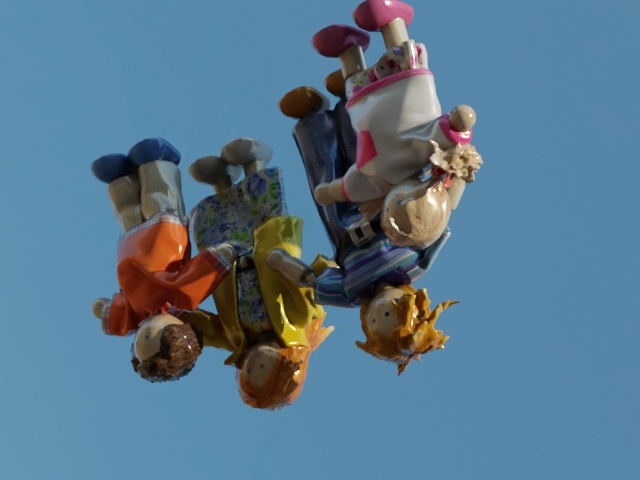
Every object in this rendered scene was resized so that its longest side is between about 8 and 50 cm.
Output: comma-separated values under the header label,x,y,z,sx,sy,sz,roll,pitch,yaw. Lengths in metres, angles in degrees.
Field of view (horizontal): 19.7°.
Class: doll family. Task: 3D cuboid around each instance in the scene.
label,x,y,z,sx,sy,sz,roll,pitch,yaw
doll family,0.000,0.000,0.991,0.263,0.118,0.163,-29,-120,29
